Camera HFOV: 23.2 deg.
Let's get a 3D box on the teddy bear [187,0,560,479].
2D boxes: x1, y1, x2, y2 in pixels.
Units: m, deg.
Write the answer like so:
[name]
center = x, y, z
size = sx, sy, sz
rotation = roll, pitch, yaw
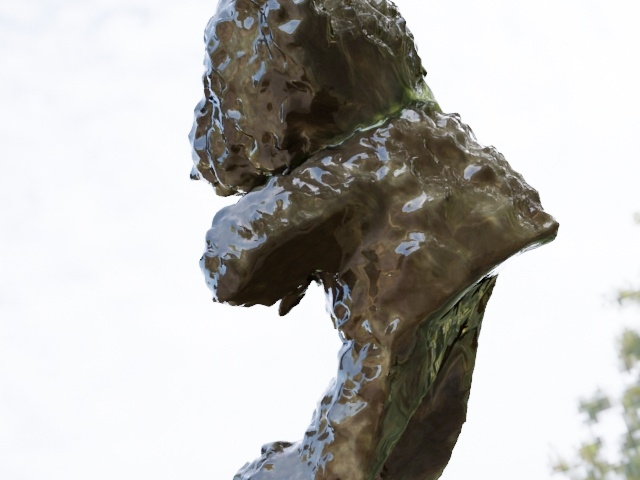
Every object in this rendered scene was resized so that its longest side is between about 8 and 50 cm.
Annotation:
[teddy bear]
center = -0.006, 0.007, 0.854
size = 0.296, 0.222, 0.246
rotation = -63, -17, 19
